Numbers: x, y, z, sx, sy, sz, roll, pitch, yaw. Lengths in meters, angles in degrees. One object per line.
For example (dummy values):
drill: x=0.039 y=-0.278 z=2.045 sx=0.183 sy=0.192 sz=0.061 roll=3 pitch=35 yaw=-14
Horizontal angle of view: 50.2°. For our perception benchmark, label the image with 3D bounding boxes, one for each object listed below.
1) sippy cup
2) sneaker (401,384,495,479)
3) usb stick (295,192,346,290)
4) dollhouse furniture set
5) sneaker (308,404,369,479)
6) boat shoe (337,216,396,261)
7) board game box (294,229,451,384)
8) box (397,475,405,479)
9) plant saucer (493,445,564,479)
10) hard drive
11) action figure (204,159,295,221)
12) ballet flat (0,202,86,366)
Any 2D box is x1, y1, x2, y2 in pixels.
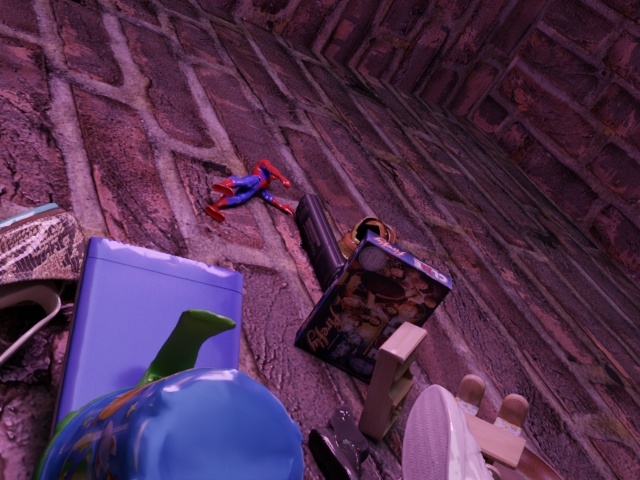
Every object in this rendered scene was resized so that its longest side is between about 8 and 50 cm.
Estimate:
sippy cup: x=-0.135 y=0.229 z=0.650 sx=0.240 sy=0.224 sz=0.306 roll=-17 pitch=75 yaw=-41
sneaker: x=0.205 y=0.336 z=0.879 sx=0.169 sy=0.108 sz=0.293 roll=24 pitch=38 yaw=-21
usb stick: x=0.000 y=0.000 z=1.458 sx=0.045 sy=0.077 sz=0.278 roll=12 pitch=33 yaw=-27
dollhouse furniture set: x=0.200 y=0.259 z=1.056 sx=0.242 sy=0.161 sz=0.212 roll=22 pitch=25 yaw=21
sneaker: x=0.043 y=0.315 z=0.990 sx=0.089 sy=0.051 sz=0.170 roll=5 pitch=34 yaw=-37
boat shoe: x=0.120 y=0.004 z=1.560 sx=0.110 sy=0.104 sz=0.307 roll=37 pitch=27 yaw=8
board game box: x=0.085 y=0.120 z=1.157 sx=0.165 sy=0.243 sz=0.042 roll=29 pitch=26 yaw=-8
box: x=0.146 y=0.404 z=0.908 sx=0.170 sy=0.091 sz=0.130 roll=43 pitch=27 yaw=19
plant saucer: x=0.319 y=0.438 z=1.096 sx=0.310 sy=0.050 sz=0.311 roll=26 pitch=27 yaw=-15
hard drive: x=-0.200 y=0.165 z=0.820 sx=0.210 sy=0.040 sz=0.319 roll=16 pitch=56 yaw=-27
action figure: x=-0.125 y=-0.101 z=1.484 sx=0.139 sy=0.092 sz=0.280 roll=29 pitch=26 yaw=6
ballet flat: x=-0.435 y=0.081 z=0.756 sx=0.482 sy=0.164 sz=0.182 roll=-23 pitch=87 yaw=-60
